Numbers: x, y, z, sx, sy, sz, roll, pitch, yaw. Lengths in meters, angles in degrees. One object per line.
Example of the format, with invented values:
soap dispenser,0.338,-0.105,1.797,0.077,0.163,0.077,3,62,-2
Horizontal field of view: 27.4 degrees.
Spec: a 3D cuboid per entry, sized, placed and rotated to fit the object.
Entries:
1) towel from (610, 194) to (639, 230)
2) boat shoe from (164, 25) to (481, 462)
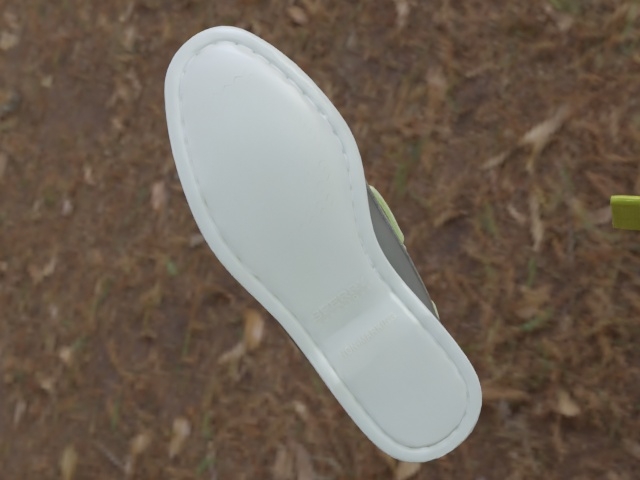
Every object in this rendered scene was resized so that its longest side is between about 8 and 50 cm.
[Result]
towel,0.414,-0.026,1.320,0.237,0.102,0.021,3,75,15
boat shoe,-0.004,0.002,0.835,0.109,0.305,0.091,-32,13,-1
